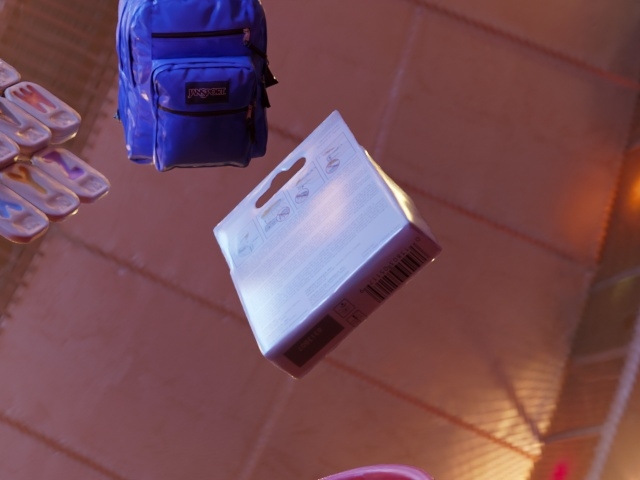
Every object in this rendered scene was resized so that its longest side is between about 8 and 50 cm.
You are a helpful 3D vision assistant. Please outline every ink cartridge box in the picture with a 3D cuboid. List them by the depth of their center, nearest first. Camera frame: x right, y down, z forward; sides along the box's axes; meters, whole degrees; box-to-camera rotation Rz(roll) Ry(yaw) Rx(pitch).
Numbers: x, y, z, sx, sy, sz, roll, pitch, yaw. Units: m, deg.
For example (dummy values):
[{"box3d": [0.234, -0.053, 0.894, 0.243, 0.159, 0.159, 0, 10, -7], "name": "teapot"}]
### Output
[{"box3d": [0.000, 0.000, 1.518, 0.189, 0.232, 0.066, -43, -60, 11], "name": "ink cartridge box"}]

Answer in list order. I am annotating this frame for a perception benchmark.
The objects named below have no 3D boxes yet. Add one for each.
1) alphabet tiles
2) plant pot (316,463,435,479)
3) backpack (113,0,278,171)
[{"box3d": [-0.323, -0.103, 1.340, 0.278, 0.021, 0.284, 35, -154, 7], "name": "alphabet tiles"}, {"box3d": [0.018, 0.340, 1.150, 0.275, 0.275, 0.243, -32, -76, -21], "name": "plant pot"}, {"box3d": [-0.073, -0.108, 0.957, 0.098, 0.101, 0.120, -6, -60, -16], "name": "backpack"}]
